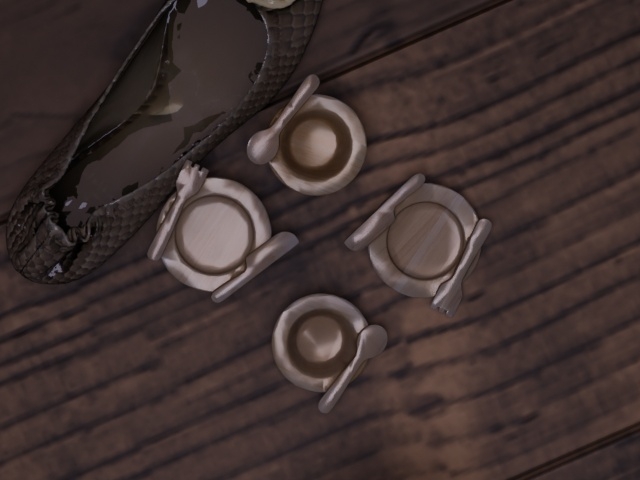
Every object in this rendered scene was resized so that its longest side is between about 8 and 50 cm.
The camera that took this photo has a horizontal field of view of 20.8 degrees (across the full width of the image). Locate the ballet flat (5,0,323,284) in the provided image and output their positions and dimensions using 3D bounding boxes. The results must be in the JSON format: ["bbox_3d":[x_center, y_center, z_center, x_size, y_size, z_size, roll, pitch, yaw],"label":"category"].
[{"bbox_3d":[-0.085,-0.077,0.956,0.084,0.058,0.250,41,89,2],"label":"ballet flat"}]

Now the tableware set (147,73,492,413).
[{"bbox_3d":[0.000,0.000,0.957,0.168,0.020,0.141,41,92,-9],"label":"tableware set"}]
